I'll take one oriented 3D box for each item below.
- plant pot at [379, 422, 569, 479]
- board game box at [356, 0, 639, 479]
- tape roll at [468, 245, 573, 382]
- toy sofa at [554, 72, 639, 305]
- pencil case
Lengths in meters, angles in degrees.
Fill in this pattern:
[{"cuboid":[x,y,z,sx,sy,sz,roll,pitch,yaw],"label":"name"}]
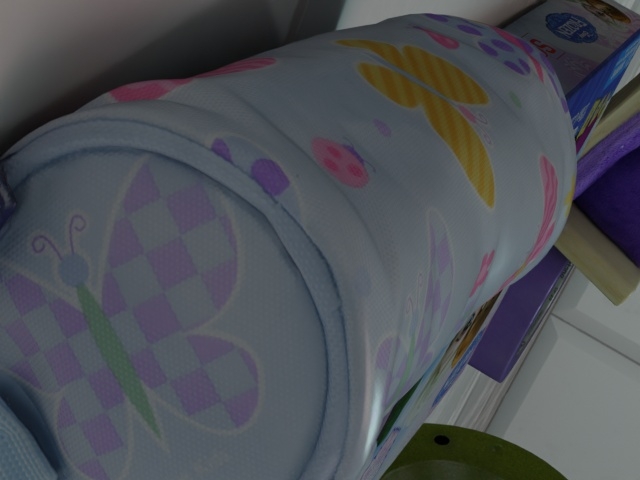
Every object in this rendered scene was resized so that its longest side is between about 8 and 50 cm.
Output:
[{"cuboid":[0.080,0.353,1.218,0.366,0.366,0.353,-44,150,-53],"label":"plant pot"},{"cuboid":[0.087,0.007,0.970,0.319,0.066,0.318,-38,156,-61],"label":"board game box"},{"cuboid":[0.193,0.042,1.489,0.189,0.080,0.189,-56,167,-19],"label":"tape roll"},{"cuboid":[0.323,-0.088,1.275,0.362,0.150,0.177,-45,-178,46],"label":"toy sofa"},{"cuboid":[0.000,0.000,0.461,0.124,0.113,0.273,-54,172,25],"label":"pencil case"}]
